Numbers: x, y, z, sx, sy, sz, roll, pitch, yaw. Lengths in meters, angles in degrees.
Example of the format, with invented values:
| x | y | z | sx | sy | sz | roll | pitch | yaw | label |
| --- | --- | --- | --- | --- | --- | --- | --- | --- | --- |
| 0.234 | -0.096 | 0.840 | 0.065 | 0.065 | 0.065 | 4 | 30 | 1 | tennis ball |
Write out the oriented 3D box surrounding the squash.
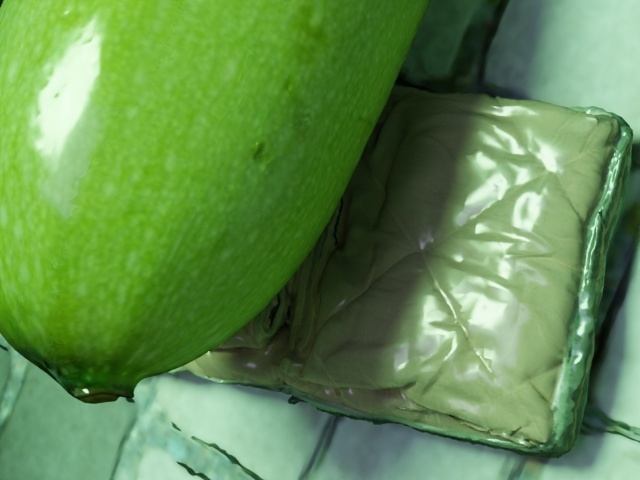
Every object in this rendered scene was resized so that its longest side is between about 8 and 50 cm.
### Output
| x | y | z | sx | sy | sz | roll | pitch | yaw | label |
| --- | --- | --- | --- | --- | --- | --- | --- | --- | --- |
| -0.041 | -0.066 | 0.438 | 0.132 | 0.132 | 0.247 | 9 | 65 | 36 | squash |

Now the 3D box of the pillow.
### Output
| x | y | z | sx | sy | sz | roll | pitch | yaw | label |
| --- | --- | --- | --- | --- | --- | --- | --- | --- | --- |
| 0.000 | 0.000 | 0.498 | 0.232 | 0.043 | 0.126 | 8 | 79 | 38 | pillow |

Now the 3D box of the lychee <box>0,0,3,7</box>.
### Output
| x | y | z | sx | sy | sz | roll | pitch | yaw | label |
| --- | --- | --- | --- | --- | --- | --- | --- | --- | --- |
| -0.128 | -0.141 | 0.550 | 0.171 | 0.171 | 0.171 | -8 | 75 | 33 | lychee |
